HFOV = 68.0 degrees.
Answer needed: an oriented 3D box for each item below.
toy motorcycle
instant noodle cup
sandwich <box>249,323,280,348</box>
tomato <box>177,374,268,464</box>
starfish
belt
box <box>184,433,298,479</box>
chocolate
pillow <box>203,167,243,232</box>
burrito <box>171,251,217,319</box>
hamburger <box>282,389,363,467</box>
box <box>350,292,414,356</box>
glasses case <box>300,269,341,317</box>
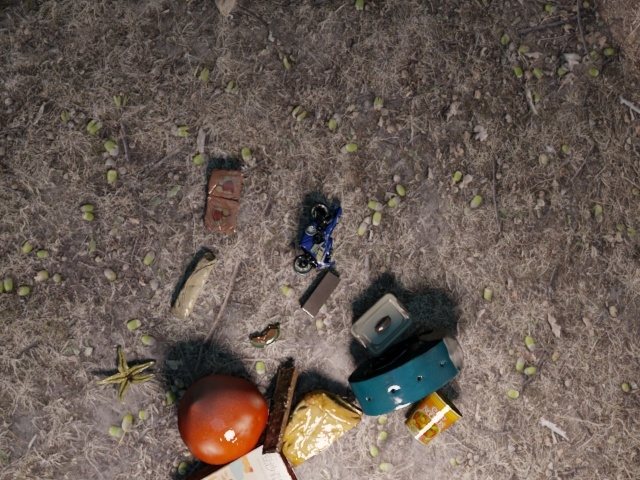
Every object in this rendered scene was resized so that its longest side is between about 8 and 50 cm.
[{"bbox_3d":[0.000,0.000,1.871,0.168,0.113,0.316,20,77,-14],"label":"toy motorcycle"},{"bbox_3d":[0.431,0.689,1.854,0.168,0.168,0.185,43,94,-2],"label":"instant noodle cup"},{"bbox_3d":[-0.209,0.383,1.871,0.135,0.029,0.067,-36,91,-6],"label":"sandwich"},{"bbox_3d":[-0.358,0.629,1.703,0.321,0.321,0.322,0,87,-5],"label":"tomato"},{"bbox_3d":[-0.741,0.509,1.813,0.223,0.050,0.217,-8,82,-17],"label":"starfish"},{"bbox_3d":[0.324,0.485,1.773,0.436,0.300,0.173,-30,90,-9],"label":"belt"},{"bbox_3d":[-0.274,0.979,1.791,0.385,0.122,0.345,-27,89,-6],"label":"box"},{"bbox_3d":[-0.145,0.629,1.767,0.065,0.102,0.330,35,46,-27],"label":"chocolate"},{"bbox_3d":[-0.382,-0.158,1.875,0.135,0.049,0.249,7,91,-3],"label":"pillow"},{"bbox_3d":[-0.486,0.175,1.844,0.082,0.059,0.275,29,85,12],"label":"burrito"},{"bbox_3d":[-0.020,0.674,1.808,0.329,0.162,0.209,-33,88,-3],"label":"hamburger"},{"bbox_3d":[0.236,0.326,1.861,0.227,0.130,0.162,-42,91,-6],"label":"box"},{"bbox_3d":[0.000,0.212,1.890,0.072,0.042,0.191,37,85,-9],"label":"glasses case"}]
